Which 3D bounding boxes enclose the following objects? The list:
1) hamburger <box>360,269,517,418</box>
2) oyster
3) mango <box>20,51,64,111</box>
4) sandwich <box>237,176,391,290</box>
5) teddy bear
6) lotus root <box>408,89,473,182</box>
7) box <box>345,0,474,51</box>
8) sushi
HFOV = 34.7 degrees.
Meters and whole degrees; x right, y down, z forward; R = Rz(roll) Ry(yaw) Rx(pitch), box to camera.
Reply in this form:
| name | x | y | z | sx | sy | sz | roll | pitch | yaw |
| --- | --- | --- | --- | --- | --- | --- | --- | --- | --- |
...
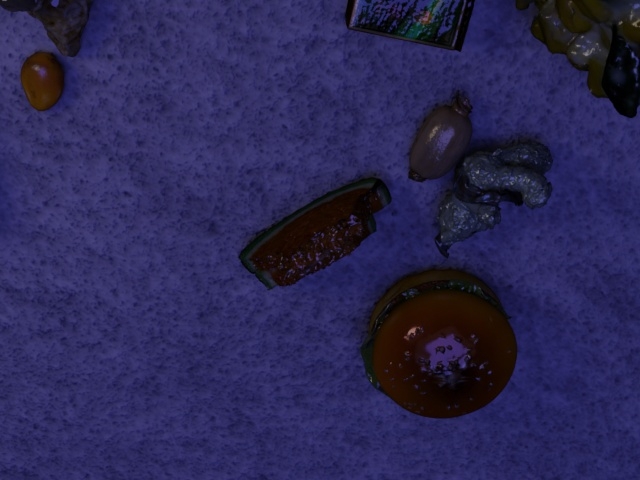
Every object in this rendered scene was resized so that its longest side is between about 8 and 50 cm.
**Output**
| name | x | y | z | sx | sy | sz | roll | pitch | yaw |
| --- | --- | --- | --- | --- | --- | --- | --- | --- | --- |
| hamburger | 0.187 | 0.174 | 1.575 | 0.246 | 0.170 | 0.246 | -1 | 115 | -3 |
| oyster | -0.359 | -0.389 | 1.293 | 0.166 | 0.110 | 0.341 | 3 | 118 | -3 |
| mango | -0.386 | -0.218 | 1.420 | 0.060 | 0.046 | 0.089 | 14 | 129 | -7 |
| sandwich | 0.006 | -0.002 | 1.493 | 0.235 | 0.159 | 0.079 | -35 | 110 | -7 |
| teddy bear | 0.229 | -0.068 | 1.477 | 0.213 | 0.133 | 0.111 | -37 | 112 | 29 |
| lotus root | 0.175 | -0.143 | 1.469 | 0.073 | 0.062 | 0.150 | 25 | 115 | -11 |
| box | 0.134 | -0.382 | 1.340 | 0.159 | 0.071 | 0.240 | 8 | 117 | -9 |
| sushi | 0.412 | -0.302 | 1.258 | 0.285 | 0.328 | 0.328 | -27 | 120 | 5 |
